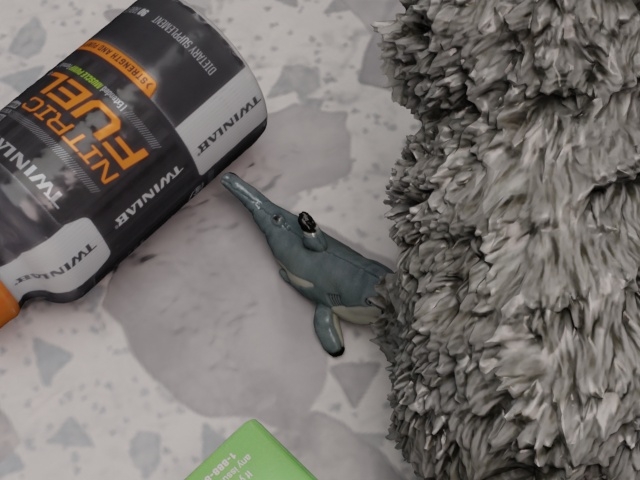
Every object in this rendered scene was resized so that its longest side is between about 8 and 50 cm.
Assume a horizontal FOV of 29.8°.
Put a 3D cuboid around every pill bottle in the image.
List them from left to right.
[{"bbox_3d":[-0.162,-0.047,0.815,0.130,0.130,0.245,38,70,20],"label":"pill bottle"}]

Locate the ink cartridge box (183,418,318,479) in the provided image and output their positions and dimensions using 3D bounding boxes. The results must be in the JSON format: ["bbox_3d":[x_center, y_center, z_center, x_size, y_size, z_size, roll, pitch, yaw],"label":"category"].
[{"bbox_3d":[-0.009,0.267,0.649,0.273,0.115,0.198,40,70,20],"label":"ink cartridge box"}]

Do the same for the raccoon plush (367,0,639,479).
[{"bbox_3d":[0.121,0.001,0.564,0.216,0.299,0.446,-9,29,3],"label":"raccoon plush"}]

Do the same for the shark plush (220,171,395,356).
[{"bbox_3d":[0.000,0.000,0.819,0.073,0.067,0.161,-31,65,-14],"label":"shark plush"}]
